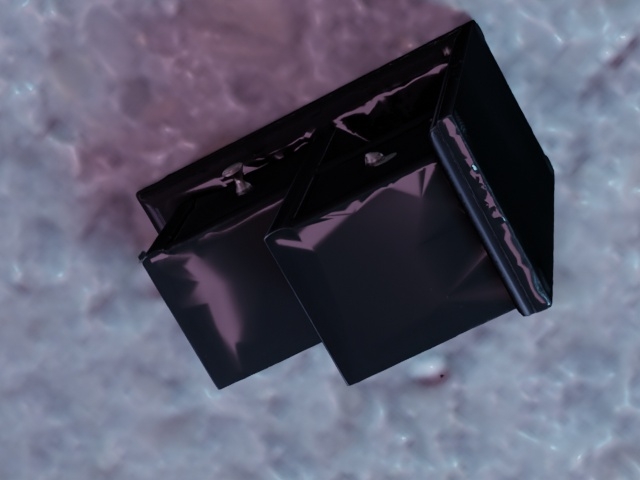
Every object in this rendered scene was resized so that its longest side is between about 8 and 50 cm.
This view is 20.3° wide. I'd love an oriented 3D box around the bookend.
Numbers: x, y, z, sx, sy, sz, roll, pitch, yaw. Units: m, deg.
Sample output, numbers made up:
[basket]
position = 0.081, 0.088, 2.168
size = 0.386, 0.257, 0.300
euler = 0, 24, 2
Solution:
[bookend]
position = 0.000, 0.000, 0.646
size = 0.157, 0.156, 0.072
euler = -26, 103, 16
